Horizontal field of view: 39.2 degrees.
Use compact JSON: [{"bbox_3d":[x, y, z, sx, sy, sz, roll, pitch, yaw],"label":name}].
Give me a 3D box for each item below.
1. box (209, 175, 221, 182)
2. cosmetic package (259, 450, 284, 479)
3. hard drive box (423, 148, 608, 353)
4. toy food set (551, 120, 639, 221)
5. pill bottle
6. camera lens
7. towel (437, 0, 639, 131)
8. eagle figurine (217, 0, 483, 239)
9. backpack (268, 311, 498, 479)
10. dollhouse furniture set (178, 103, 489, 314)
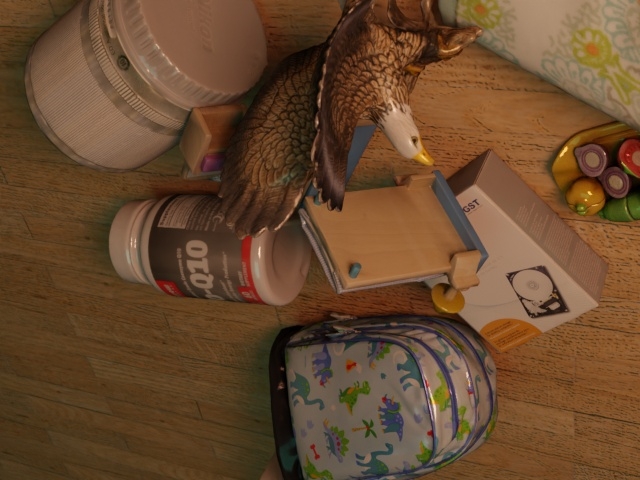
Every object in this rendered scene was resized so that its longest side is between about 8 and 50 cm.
[{"bbox_3d":[-0.122,-0.123,1.326,0.137,0.027,0.094,14,135,18],"label":"box"},{"bbox_3d":[0.012,0.422,1.622,0.151,0.184,0.151,-4,126,32],"label":"cosmetic package"},{"bbox_3d":[0.235,0.020,1.207,0.232,0.089,0.181,42,135,-9],"label":"hard drive box"},{"bbox_3d":[0.374,-0.074,1.056,0.217,0.071,0.128,-15,119,38],"label":"toy food set"},{"bbox_3d":[-0.171,0.010,1.375,0.283,0.161,0.161,3,129,27],"label":"pill bottle"},{"bbox_3d":[-0.231,-0.224,1.157,0.274,0.219,0.219,-23,115,41],"label":"camera lens"},{"bbox_3d":[0.269,-0.291,0.824,0.320,0.090,0.375,39,147,27],"label":"towel"},{"bbox_3d":[0.028,-0.148,0.928,0.225,0.298,0.226,36,146,35],"label":"eagle figurine"},{"bbox_3d":[0.094,0.244,1.369,0.355,0.273,0.290,-9,80,19],"label":"backpack"},{"bbox_3d":[0.000,0.000,1.115,0.303,0.286,0.198,63,147,29],"label":"dollhouse furniture set"}]
